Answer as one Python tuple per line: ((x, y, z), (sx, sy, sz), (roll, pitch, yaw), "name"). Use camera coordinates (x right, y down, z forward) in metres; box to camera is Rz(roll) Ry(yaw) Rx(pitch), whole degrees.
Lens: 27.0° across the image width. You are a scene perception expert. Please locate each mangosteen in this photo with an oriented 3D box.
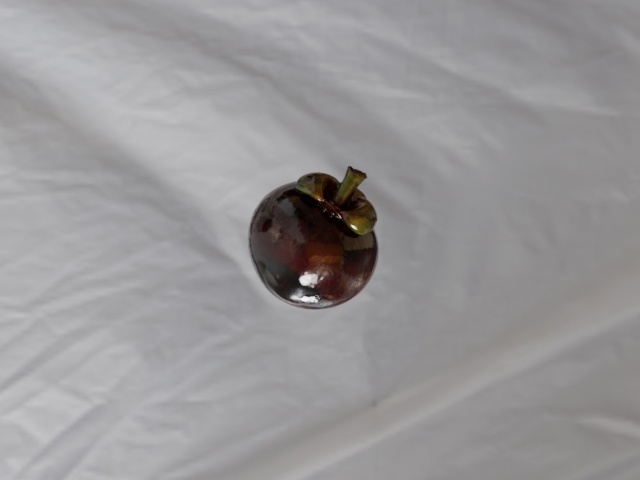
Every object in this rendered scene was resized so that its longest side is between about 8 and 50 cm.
((-0.002, 0.002, 0.785), (0.081, 0.081, 0.081), (180, 90, -75), "mangosteen")
